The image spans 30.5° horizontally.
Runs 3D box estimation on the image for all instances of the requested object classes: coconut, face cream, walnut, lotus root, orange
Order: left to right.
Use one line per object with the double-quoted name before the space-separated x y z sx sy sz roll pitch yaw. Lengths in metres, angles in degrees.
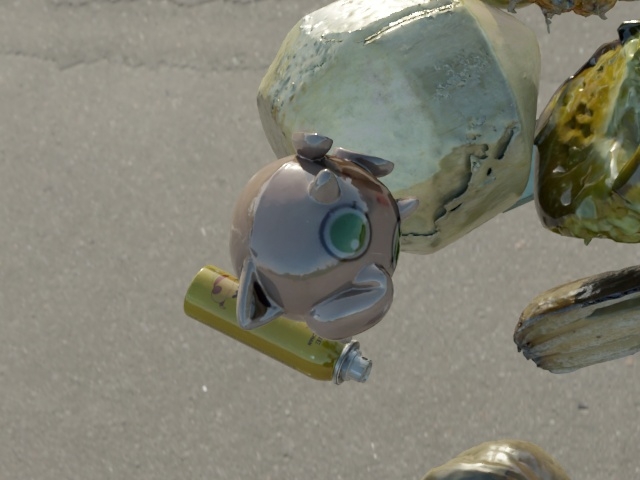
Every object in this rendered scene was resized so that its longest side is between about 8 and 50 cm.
"face cream" -0.069 0.158 2.056 0.348 0.105 0.105 25 58 18
"coconut" 0.115 -0.157 1.435 0.352 0.353 0.353 -6 48 7
"walnut" 0.252 0.402 1.658 0.248 0.248 0.248 -6 48 7
"lotus root" 0.406 0.073 1.494 0.329 0.167 0.078 -18 54 20
"orange" 0.405 -0.118 1.381 0.210 0.368 0.271 30 65 -15

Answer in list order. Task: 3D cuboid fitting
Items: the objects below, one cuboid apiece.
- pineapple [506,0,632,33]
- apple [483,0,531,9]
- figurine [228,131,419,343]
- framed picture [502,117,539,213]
"pineapple" 0.218 -0.284 1.016 0.225 0.225 0.076 10 33 20
"apple" 0.317 -0.486 2.014 0.207 0.174 0.188 11 14 7
"figurine" 0.000 0.000 0.790 0.125 0.125 0.138 10 85 20
"framed picture" 0.400 -0.151 2.168 0.201 0.010 0.136 -24 83 -2
